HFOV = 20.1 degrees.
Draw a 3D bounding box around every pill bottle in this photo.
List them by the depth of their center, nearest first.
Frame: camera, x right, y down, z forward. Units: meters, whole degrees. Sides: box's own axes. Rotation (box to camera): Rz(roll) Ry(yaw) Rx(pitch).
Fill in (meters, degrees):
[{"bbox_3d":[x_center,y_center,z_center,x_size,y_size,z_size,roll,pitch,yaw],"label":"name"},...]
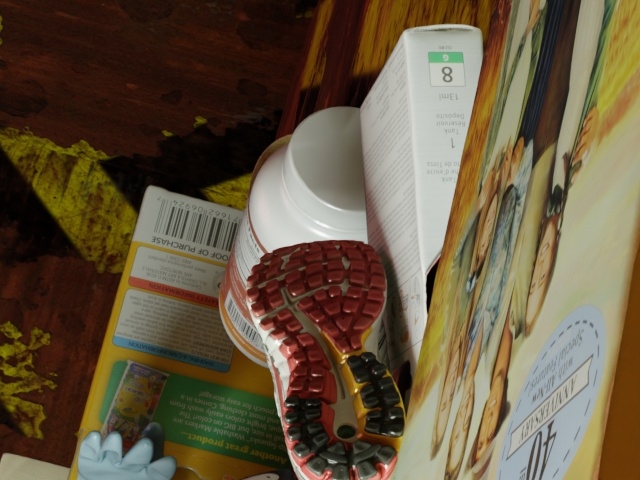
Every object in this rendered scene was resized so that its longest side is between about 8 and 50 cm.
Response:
[{"bbox_3d":[0.000,0.000,1.337,0.216,0.121,0.121,112,171,-55],"label":"pill bottle"}]

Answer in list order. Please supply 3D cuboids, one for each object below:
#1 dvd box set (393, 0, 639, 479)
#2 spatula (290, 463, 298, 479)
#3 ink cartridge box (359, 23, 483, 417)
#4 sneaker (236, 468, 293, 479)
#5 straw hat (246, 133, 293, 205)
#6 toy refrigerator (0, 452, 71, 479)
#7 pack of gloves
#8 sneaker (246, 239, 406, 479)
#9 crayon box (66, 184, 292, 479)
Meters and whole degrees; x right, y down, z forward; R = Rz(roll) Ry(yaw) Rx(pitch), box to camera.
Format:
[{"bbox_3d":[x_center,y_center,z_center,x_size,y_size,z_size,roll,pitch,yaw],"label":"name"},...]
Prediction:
[{"bbox_3d":[0.087,0.022,0.601,0.307,0.062,0.420,116,168,-69],"label":"dvd box set"},{"bbox_3d":[0.009,0.091,1.495,0.084,0.030,0.296,145,139,-84],"label":"spatula"},{"bbox_3d":[0.066,-0.001,1.121,0.181,0.056,0.225,126,140,-77],"label":"ink cartridge box"},{"bbox_3d":[-0.027,0.206,1.200,0.153,0.094,0.235,-29,9,-37],"label":"sneaker"},{"bbox_3d":[-0.009,-0.041,1.910,0.061,0.144,0.144,0,-70,-51],"label":"straw hat"},{"bbox_3d":[-0.191,0.298,1.752,0.094,0.269,0.102,114,170,-60],"label":"toy refrigerator"},{"bbox_3d":[-0.104,0.207,1.485,0.232,0.195,0.046,114,175,-64],"label":"pack of gloves"},{"bbox_3d":[0.003,0.085,1.102,0.225,0.088,0.093,-95,0,-47],"label":"sneaker"},{"bbox_3d":[-0.104,0.122,1.681,0.083,0.203,0.323,111,172,-56],"label":"crayon box"}]
